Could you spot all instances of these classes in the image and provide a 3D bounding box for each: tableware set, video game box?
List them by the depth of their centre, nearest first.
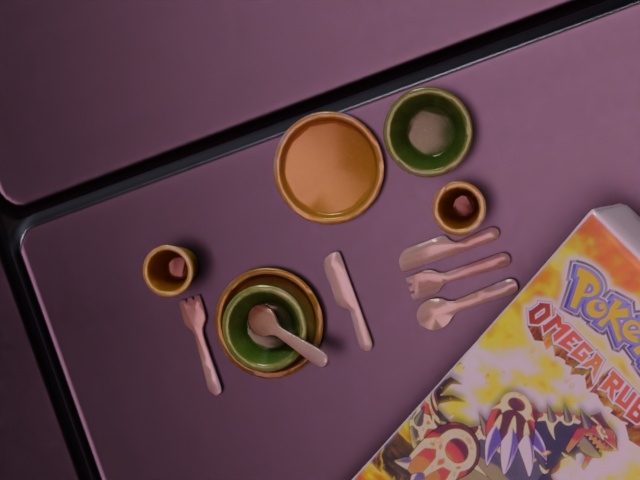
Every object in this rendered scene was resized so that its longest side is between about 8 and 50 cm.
[{"bbox_3d":[0.122,0.122,0.618,0.205,0.048,0.187,46,111,18],"label":"video game box"},{"bbox_3d":[0.000,0.000,0.679,0.154,0.024,0.104,-19,91,14],"label":"tableware set"}]
